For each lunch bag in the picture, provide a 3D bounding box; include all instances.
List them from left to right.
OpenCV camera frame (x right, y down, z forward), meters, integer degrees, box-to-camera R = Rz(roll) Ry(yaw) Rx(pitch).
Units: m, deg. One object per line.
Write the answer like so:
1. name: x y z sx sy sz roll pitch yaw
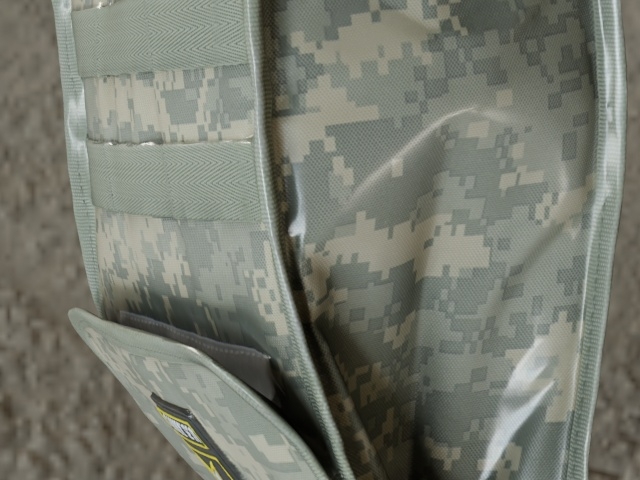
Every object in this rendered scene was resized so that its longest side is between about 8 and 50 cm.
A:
1. lunch bag: 0.000 0.000 0.759 0.169 0.287 0.235 -7 6 -21
